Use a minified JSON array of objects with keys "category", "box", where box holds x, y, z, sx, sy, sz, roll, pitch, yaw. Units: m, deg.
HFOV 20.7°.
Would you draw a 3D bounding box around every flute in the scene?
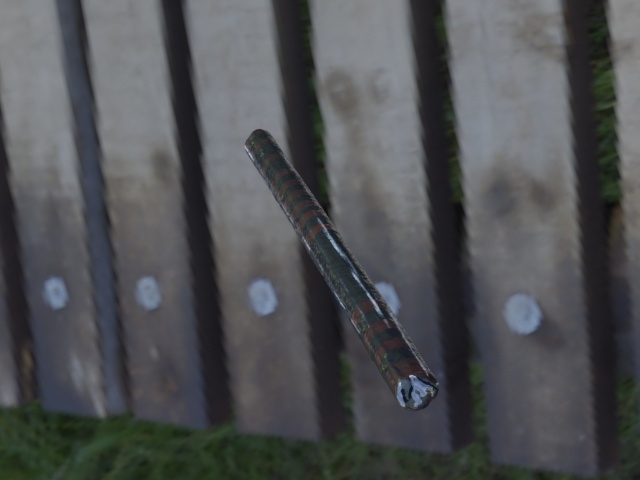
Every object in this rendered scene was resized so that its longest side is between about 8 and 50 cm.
[{"category":"flute","box":[0.000,0.000,0.581,0.269,0.014,0.014,-122,33,-69]}]
